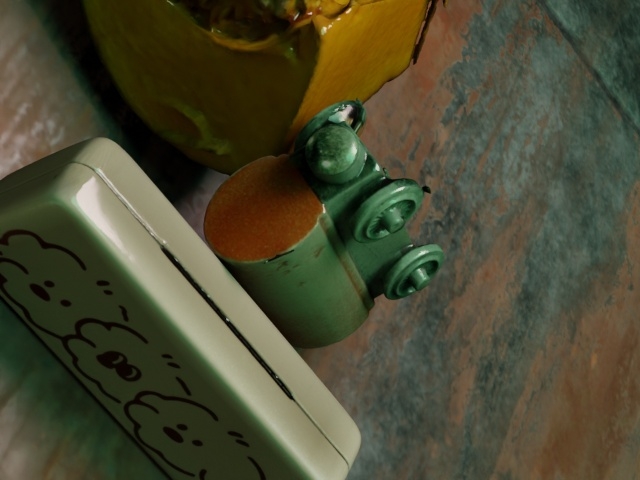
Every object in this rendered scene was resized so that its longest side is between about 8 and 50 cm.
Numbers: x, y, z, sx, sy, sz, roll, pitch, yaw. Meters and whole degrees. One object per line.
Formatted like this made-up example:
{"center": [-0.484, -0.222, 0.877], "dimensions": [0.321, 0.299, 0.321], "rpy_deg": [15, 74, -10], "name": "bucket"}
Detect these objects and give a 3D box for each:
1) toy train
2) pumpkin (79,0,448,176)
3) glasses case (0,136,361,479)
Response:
{"center": [0.000, 0.000, 1.295], "dimensions": [0.116, 0.177, 0.285], "rpy_deg": [55, -2, 21], "name": "toy train"}
{"center": [-0.057, -0.221, 1.307], "dimensions": [0.303, 0.256, 0.225], "rpy_deg": [55, 42, -6], "name": "pumpkin"}
{"center": [-0.118, 0.078, 1.213], "dimensions": [0.336, 0.144, 0.076], "rpy_deg": [50, 44, -22], "name": "glasses case"}
